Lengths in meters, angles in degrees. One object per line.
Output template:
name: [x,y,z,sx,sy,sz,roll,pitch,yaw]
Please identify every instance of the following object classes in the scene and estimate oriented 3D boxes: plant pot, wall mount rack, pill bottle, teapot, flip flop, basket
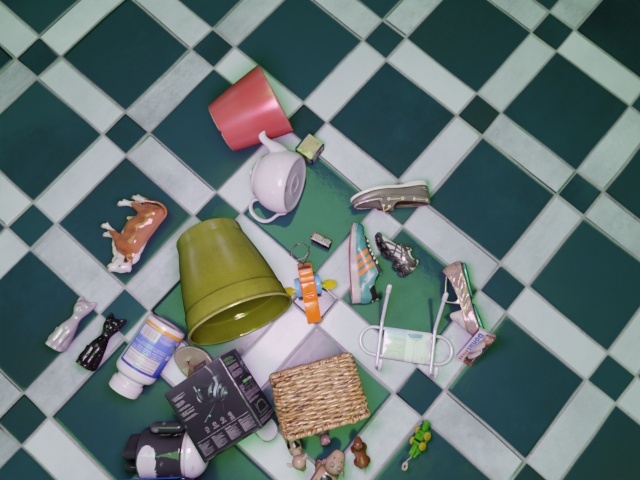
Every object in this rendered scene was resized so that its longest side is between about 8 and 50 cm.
plant pot: [-0.268,-0.479,1.944,0.243,0.275,0.274,-28,80,3]
wall mount rack: [0.322,0.326,1.847,0.351,0.130,0.303,8,79,0]
pill bottle: [-0.612,0.407,1.806,0.152,0.152,0.271,31,81,5]
teapot: [-0.178,-0.223,1.907,0.187,0.252,0.255,15,67,15]
plant pot: [-0.335,0.125,1.792,0.367,0.366,0.352,-24,68,-5]
flip flop: [-0.415,0.491,1.828,0.112,0.080,0.277,-34,81,-7]
basket: [-0.011,0.525,1.759,0.300,0.213,0.222,-15,79,-9]

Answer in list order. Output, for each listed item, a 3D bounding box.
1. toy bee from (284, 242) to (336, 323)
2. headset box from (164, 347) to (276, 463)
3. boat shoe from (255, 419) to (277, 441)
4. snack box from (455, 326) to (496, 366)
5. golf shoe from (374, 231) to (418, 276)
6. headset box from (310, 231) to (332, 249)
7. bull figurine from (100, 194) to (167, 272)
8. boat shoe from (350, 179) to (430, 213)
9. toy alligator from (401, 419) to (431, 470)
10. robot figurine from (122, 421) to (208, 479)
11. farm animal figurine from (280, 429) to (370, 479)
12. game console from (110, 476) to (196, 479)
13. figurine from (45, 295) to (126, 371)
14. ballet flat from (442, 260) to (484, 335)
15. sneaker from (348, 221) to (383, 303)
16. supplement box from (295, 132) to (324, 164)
toy bee: [-0.038,0.143,1.885,0.196,0.162,0.298,10,104,-7]
headset box: [-0.335,0.530,1.698,0.246,0.131,0.283,-36,83,12]
boat shoe: [-0.248,0.587,1.809,0.096,0.088,0.267,-40,79,-25]
snack box: [0.548,0.379,1.829,0.064,0.178,0.022,27,41,5]
golf shoe: [0.285,0.038,1.939,0.094,0.077,0.198,-38,88,-19]
headset box: [0.000,0.000,1.941,0.083,0.062,0.032,25,79,3]
bull figurine: [-0.705,-0.029,1.916,0.189,0.101,0.310,35,81,8]
boat shoe: [0.268,-0.155,1.953,0.305,0.109,0.091,-10,74,-7]
toy alligator: [0.344,0.722,1.811,0.051,0.056,0.189,36,77,-35]
robot figurine: [-0.512,0.714,1.739,0.279,0.209,0.173,0,62,-1]
farm animal figurine: [0.001,0.765,1.733,0.331,0.172,0.326,13,79,2]
game console: [-0.515,0.866,1.667,0.294,0.173,0.249,-8,86,12]
figurine: [-0.843,0.327,1.859,0.215,0.092,0.209,29,72,6]
ballet flat: [0.521,0.236,1.895,0.106,0.107,0.315,-17,73,16]
sneaker: [0.167,0.082,1.911,0.121,0.108,0.301,-2,87,-2]
supplement box: [-0.041,-0.357,2.014,0.083,0.056,0.083,36,80,6]
